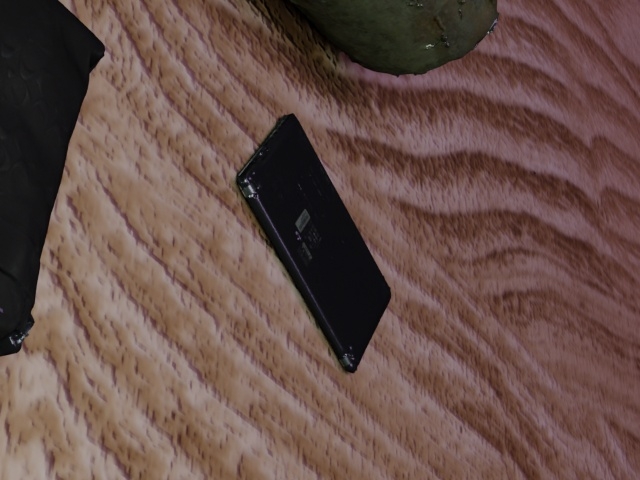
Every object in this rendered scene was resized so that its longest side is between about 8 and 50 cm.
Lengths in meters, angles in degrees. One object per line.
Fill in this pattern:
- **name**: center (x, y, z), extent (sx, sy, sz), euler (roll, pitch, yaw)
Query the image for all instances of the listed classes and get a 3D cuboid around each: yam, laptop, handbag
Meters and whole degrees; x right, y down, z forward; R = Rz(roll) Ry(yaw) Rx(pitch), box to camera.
- **yam**: center (0.016, -0.266, 1.211), extent (0.304, 0.168, 0.168), euler (38, 40, -44)
- **laptop**: center (0.000, 0.000, 1.161), extent (0.180, 0.016, 0.129), euler (61, 29, -18)
- **handbag**: center (-0.213, -0.084, 0.753), extent (0.247, 0.080, 0.223), euler (45, 36, -39)
